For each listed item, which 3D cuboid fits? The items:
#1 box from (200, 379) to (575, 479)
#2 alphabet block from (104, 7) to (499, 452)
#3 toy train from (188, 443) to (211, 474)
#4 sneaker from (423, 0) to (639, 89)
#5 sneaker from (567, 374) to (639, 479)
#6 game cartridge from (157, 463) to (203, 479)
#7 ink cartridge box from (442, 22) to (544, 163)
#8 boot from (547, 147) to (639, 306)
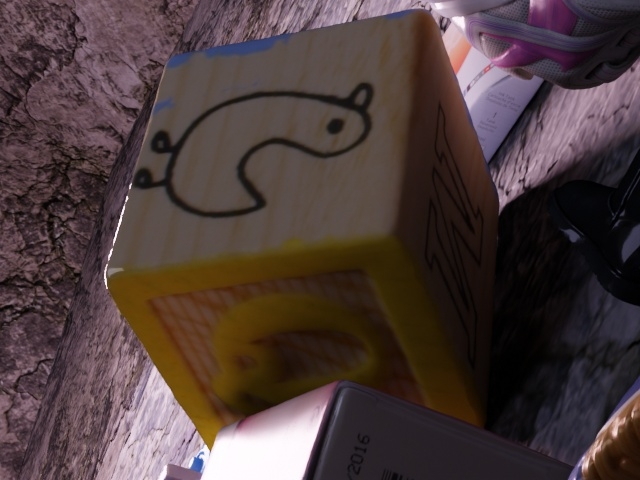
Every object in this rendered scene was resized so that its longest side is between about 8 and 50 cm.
[{"bbox_3d":[0.020,0.172,0.897,0.232,0.149,0.127,148,142,-67],"label":"box"},{"bbox_3d":[0.000,0.000,1.016,0.197,0.192,0.193,-82,-26,-42],"label":"alphabet block"},{"bbox_3d":[-0.070,0.216,1.339,0.184,0.080,0.105,-61,21,27],"label":"toy train"},{"bbox_3d":[0.164,-0.151,0.947,0.103,0.111,0.252,-53,24,-14],"label":"sneaker"},{"bbox_3d":[0.189,0.034,0.607,0.296,0.112,0.131,-60,-2,27],"label":"sneaker"},{"bbox_3d":[-0.130,0.337,1.152,0.355,0.068,0.230,-109,41,-70],"label":"game cartridge"},{"bbox_3d":[0.138,-0.155,1.174,0.145,0.045,0.179,-87,20,-52],"label":"ink cartridge box"},{"bbox_3d":[0.170,-0.032,0.849,0.121,0.045,0.099,-111,42,-61],"label":"boot"}]
